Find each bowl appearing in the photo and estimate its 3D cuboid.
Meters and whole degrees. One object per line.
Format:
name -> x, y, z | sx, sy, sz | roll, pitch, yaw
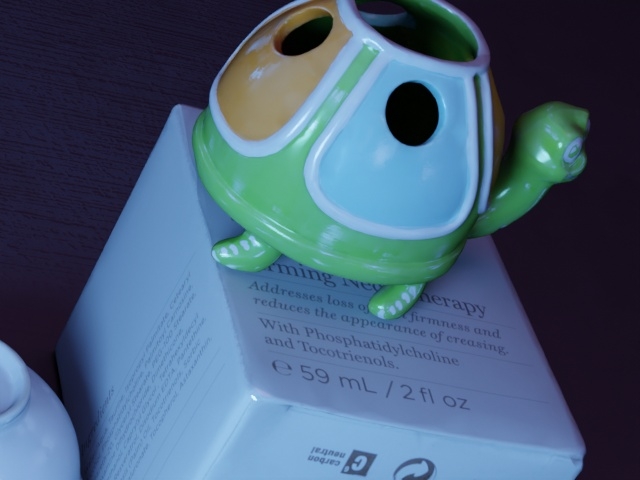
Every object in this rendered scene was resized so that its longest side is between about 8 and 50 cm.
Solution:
bowl -> -0.328, 0.162, 1.640 | 0.298, 0.134, 0.298 | 15, 31, -9

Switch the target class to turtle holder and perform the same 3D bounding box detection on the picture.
turtle holder -> 0.063, -0.080, 1.632 | 0.320, 0.227, 0.243 | 27, 32, -2

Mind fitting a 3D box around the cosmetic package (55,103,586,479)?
cosmetic package -> -0.021, 0.144, 1.775 | 0.329, 0.327, 0.394 | 12, 35, -25
